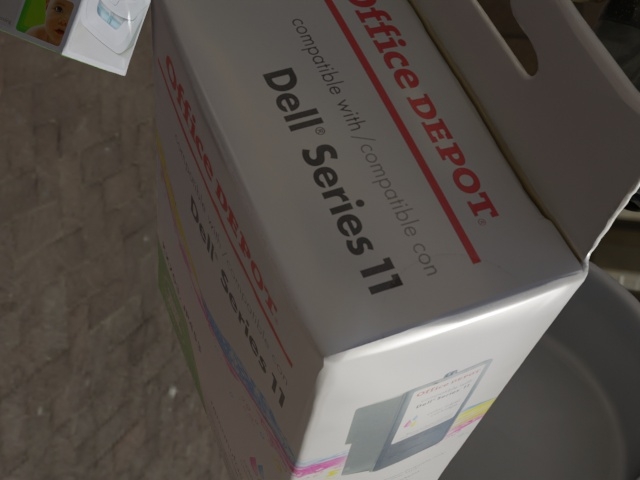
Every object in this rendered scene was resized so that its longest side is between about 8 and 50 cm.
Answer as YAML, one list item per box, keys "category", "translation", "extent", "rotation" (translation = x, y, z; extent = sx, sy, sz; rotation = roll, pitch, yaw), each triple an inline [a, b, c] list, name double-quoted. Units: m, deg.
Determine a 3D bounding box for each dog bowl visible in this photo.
- category: "dog bowl"
  translation: [0.125, 0.115, 0.698]
  extent: [0.104, 0.264, 0.265]
  rotation: [100, 9, -45]

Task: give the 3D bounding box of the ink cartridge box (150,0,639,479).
- category: "ink cartridge box"
  translation: [0.000, 0.000, 0.458]
  extent: [0.353, 0.119, 0.207]
  rotation: [104, -35, -56]

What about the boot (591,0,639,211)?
- category: "boot"
  translation: [0.281, -0.084, 0.709]
  extent: [0.161, 0.246, 0.083]
  rotation: [-56, 143, -5]

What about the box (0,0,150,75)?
- category: "box"
  translation: [-0.298, -0.330, 0.971]
  extent: [0.231, 0.261, 0.126]
  rotation: [-68, 163, 7]

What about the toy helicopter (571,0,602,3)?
- category: "toy helicopter"
  translation: [0.284, -0.332, 0.797]
  extent: [0.355, 0.140, 0.235]
  rotation: [-59, 149, -20]
